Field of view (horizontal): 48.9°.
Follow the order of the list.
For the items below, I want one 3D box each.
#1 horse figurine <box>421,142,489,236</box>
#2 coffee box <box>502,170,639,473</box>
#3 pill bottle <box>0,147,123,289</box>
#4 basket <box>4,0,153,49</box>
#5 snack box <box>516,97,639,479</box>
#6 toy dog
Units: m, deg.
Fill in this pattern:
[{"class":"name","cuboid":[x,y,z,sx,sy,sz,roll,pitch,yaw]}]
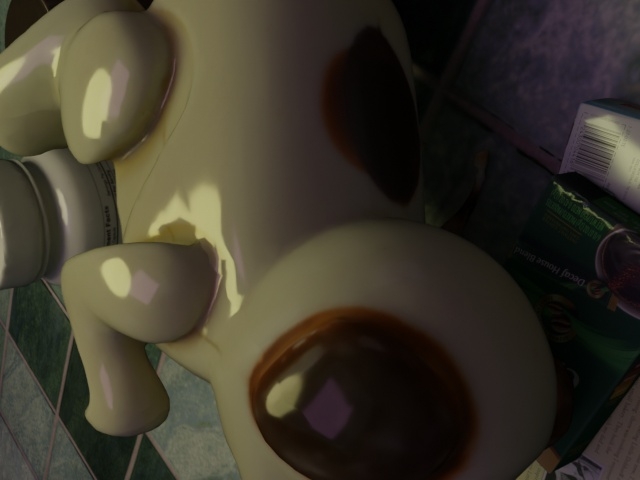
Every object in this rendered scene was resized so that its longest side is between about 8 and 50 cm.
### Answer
[{"class":"horse figurine","cuboid":[0.054,-0.010,0.666,0.263,0.066,0.175,16,106,42]},{"class":"coffee box","cuboid":[0.169,0.060,0.490,0.113,0.040,0.184,46,130,34]},{"class":"pill bottle","cuboid":[-0.252,-0.037,0.817,0.160,0.283,0.161,14,109,44]},{"class":"basket","cuboid":[-0.207,-0.204,0.771,0.154,0.226,0.205,-13,90,47]},{"class":"snack box","cuboid":[0.232,0.081,0.504,0.187,0.060,0.322,31,121,39]},{"class":"toy dog","cuboid":[0.000,0.000,0.493,0.395,0.284,0.408,-36,60,19]}]
